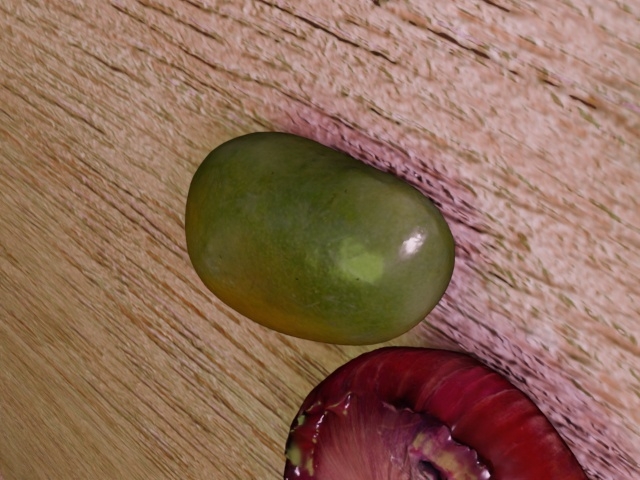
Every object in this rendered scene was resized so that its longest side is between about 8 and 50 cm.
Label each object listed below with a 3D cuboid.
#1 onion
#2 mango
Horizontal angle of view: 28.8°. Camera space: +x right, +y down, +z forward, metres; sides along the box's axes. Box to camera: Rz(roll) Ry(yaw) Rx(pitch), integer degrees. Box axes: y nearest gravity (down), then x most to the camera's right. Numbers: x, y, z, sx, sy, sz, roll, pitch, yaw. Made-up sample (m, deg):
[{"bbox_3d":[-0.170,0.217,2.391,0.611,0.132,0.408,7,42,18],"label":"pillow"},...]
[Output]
[{"bbox_3d":[0.088,0.182,0.867,0.248,0.161,0.248,31,144,26],"label":"onion"},{"bbox_3d":[0.000,0.000,0.888,0.251,0.114,0.156,10,117,43],"label":"mango"}]
